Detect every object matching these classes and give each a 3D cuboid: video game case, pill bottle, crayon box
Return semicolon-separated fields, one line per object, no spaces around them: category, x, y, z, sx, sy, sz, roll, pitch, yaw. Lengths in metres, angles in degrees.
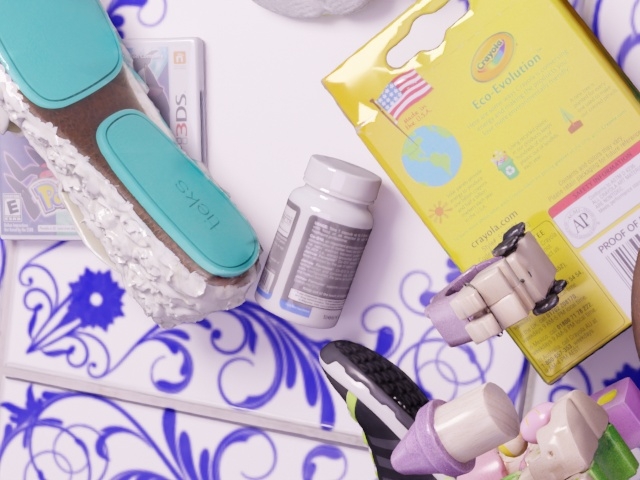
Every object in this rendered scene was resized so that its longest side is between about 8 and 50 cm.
video game case;-0.201;-0.091;1.480;0.201;0.023;0.183;0;95;16
pill bottle;0.000;0.000;1.401;0.078;0.078;0.137;23;101;13
crayon box;0.176;-0.069;1.342;0.202;0.081;0.318;-38;85;16

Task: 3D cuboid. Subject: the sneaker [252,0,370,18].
sneaker;0.040;-0.271;1.373;0.240;0.091;0.126;-11;54;33

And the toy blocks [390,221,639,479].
toy blocks;0.108;0.211;1.222;0.260;0.288;0.309;-32;97;28

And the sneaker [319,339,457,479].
sneaker;0.068;0.191;1.397;0.234;0.084;0.097;46;107;8

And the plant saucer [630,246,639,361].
plant saucer;0.391;0.053;1.230;0.311;0.050;0.310;2;97;15

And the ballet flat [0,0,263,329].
ballet flat;-0.212;-0.091;1.410;0.147;0.147;0.409;-36;85;16
